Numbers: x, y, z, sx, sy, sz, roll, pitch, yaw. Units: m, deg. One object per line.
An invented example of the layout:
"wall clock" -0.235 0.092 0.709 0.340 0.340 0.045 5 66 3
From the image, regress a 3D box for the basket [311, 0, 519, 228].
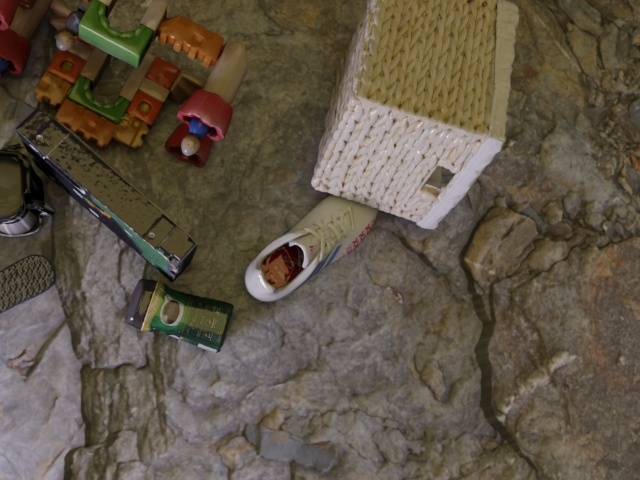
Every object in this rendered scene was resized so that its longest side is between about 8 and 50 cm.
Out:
"basket" 0.166 -0.256 1.390 0.267 0.328 0.331 17 61 -7

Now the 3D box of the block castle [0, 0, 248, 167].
"block castle" -0.370 -0.295 1.309 0.453 0.303 0.212 27 76 -12

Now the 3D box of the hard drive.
"hard drive" -0.362 -0.068 1.316 0.339 0.237 0.064 42 75 -2

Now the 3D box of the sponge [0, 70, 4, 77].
"sponge" -0.677 -0.391 1.404 0.210 0.031 0.117 18 77 -10

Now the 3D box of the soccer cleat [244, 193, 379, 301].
"soccer cleat" 0.000 0.000 1.433 0.331 0.143 0.116 -41 91 -16

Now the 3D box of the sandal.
"sandal" -0.596 0.103 1.337 0.255 0.054 0.097 -20 93 -24

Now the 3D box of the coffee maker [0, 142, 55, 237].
"coffee maker" -0.549 -0.099 1.309 0.120 0.178 0.171 -25 87 -16

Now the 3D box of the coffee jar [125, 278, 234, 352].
"coffee jar" -0.258 0.136 1.386 0.184 0.079 0.096 19 80 -10
